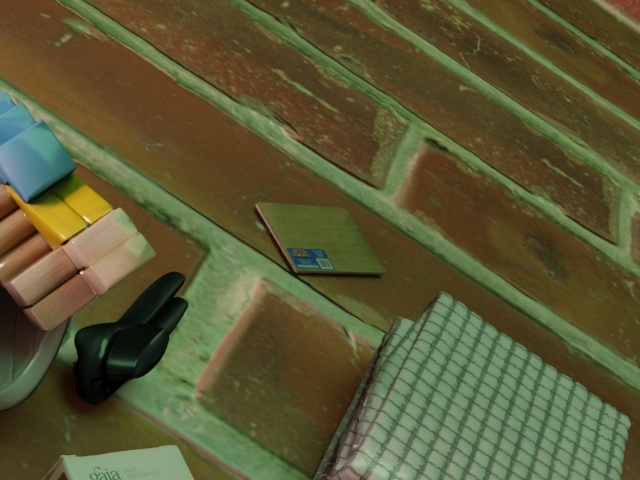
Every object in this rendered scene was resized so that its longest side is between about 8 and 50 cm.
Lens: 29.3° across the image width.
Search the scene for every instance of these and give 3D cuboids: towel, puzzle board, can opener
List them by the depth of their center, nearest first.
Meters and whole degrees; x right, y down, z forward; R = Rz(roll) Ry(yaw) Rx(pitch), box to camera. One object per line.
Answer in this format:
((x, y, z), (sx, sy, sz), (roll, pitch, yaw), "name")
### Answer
((-0.148, 0.079, 1.003), (0.073, 0.059, 0.186), (11, 20, 9), "can opener")
((0.126, 0.196, 1.053), (0.235, 0.121, 0.284), (34, 33, 0), "towel")
((0.000, 0.000, 1.291), (0.128, 0.011, 0.096), (2, 46, -42), "puzzle board")

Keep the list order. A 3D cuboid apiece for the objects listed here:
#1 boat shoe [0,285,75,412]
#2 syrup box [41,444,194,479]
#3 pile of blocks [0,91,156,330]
((-0.217, 0.051, 0.941), (0.226, 0.083, 0.076), (-88, 164, -46), "boat shoe")
((-0.102, 0.251, 0.771), (0.093, 0.096, 0.237), (3, 44, -45), "syrup box")
((-0.268, -0.049, 0.897), (0.112, 0.149, 0.362), (-38, 46, -21), "pile of blocks")
